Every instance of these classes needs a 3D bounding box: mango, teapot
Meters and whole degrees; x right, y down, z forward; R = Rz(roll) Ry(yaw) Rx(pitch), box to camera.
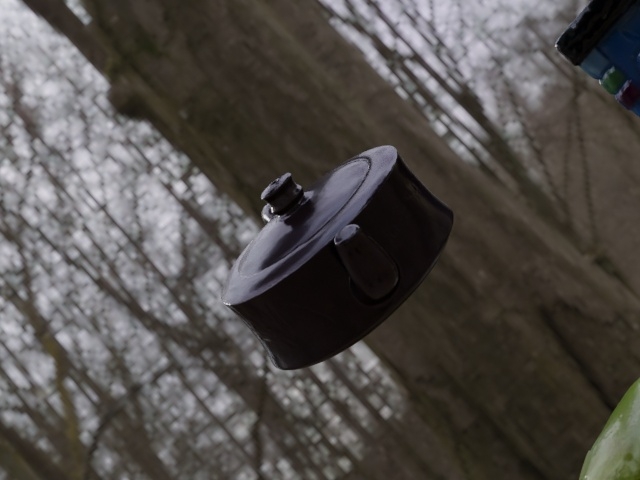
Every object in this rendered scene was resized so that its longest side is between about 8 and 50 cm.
[{"bbox_3d":[0.161,0.102,0.675,0.073,0.056,0.108,-61,1,33],"label":"mango"},{"bbox_3d":[0.000,0.000,0.399,0.068,0.045,0.100,-42,15,-8],"label":"teapot"}]

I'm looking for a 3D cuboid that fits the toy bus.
[{"bbox_3d":[0.185,-0.088,0.625,0.090,0.106,0.184,-52,-17,20],"label":"toy bus"}]
